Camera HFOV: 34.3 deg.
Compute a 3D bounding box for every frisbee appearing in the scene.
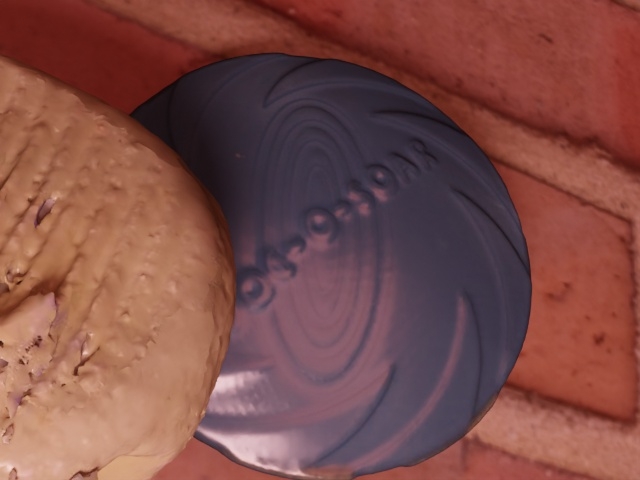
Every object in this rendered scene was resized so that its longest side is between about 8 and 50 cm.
[{"bbox_3d":[0.001,-0.001,0.633,0.290,0.049,0.289,6,64,-12],"label":"frisbee"}]

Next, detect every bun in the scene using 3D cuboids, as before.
[{"bbox_3d":[-0.177,0.033,0.490,0.273,0.168,0.273,11,52,-15],"label":"bun"}]
